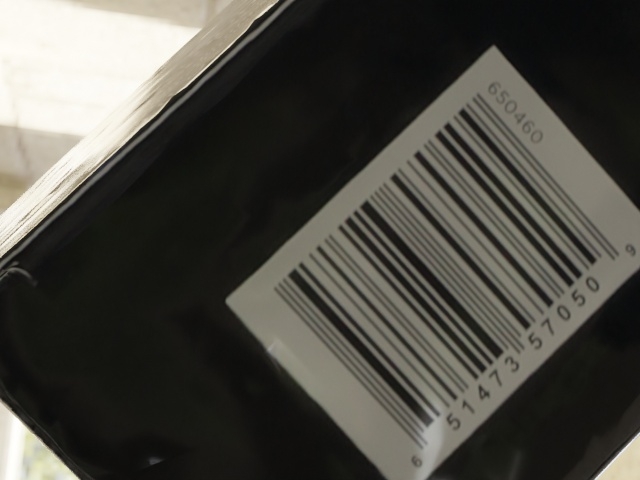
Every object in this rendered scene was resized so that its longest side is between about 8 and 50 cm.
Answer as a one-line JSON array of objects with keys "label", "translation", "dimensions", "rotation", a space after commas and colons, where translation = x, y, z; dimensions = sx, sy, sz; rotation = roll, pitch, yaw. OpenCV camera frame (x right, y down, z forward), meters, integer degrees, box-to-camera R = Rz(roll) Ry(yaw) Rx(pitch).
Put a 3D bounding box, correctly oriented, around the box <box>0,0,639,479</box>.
[{"label": "box", "translation": [0.000, 0.000, 0.790], "dimensions": [0.212, 0.293, 0.395], "rotation": [47, 171, -9]}]
